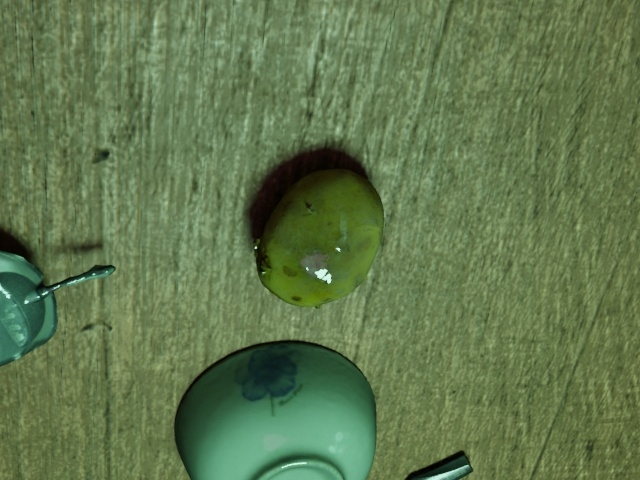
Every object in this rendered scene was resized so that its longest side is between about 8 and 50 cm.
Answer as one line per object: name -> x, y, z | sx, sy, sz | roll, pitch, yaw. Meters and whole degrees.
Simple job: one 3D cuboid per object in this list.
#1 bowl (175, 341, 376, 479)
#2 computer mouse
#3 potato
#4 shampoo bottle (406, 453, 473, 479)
bowl -> -0.047, 0.293, 1.128 | 0.289, 0.146, 0.289 | -6, 119, -10
computer mouse -> -0.419, 0.089, 0.967 | 0.379, 0.090, 0.167 | -20, 127, -8
potato -> 0.000, 0.000, 0.987 | 0.137, 0.137, 0.176 | 23, 104, -23
shampoo bottle -> 0.167, 0.370, 1.287 | 0.137, 0.027, 0.048 | -29, 108, 4
